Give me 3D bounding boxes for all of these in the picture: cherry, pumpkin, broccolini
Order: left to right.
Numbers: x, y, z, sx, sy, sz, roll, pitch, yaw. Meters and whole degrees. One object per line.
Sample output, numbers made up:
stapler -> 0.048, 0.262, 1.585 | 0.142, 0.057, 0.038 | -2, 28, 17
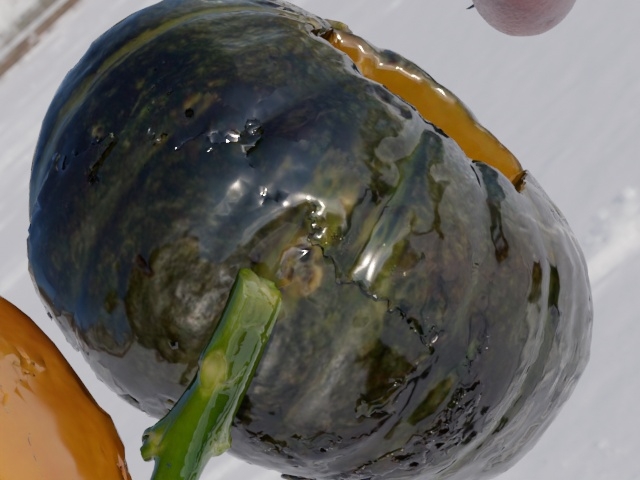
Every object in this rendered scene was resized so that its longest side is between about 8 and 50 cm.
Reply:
broccolini -> -0.059, 0.114, 0.655 | 0.216, 0.058, 0.067 | -63, 20, 10
pumpkin -> 0.000, 0.000, 0.801 | 0.192, 0.320, 0.320 | -50, 9, 13
cherry -> 0.148, -0.197, 1.106 | 0.087, 0.106, 0.126 | -4, 21, 4

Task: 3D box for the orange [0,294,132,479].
orange -> -0.186, 0.121, 0.552 | 0.246, 0.246, 0.246 | -40, 11, 9
